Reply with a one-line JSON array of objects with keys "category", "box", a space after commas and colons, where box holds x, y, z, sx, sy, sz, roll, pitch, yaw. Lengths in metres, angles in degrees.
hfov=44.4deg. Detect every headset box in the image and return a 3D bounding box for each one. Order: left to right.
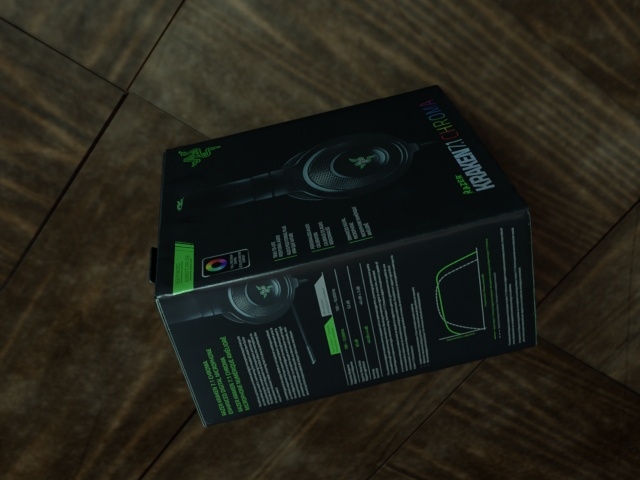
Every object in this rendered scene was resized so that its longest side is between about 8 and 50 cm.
[{"category": "headset box", "box": [0.000, 0.000, 0.656, 0.283, 0.246, 0.131, -13, 122, 0]}]
